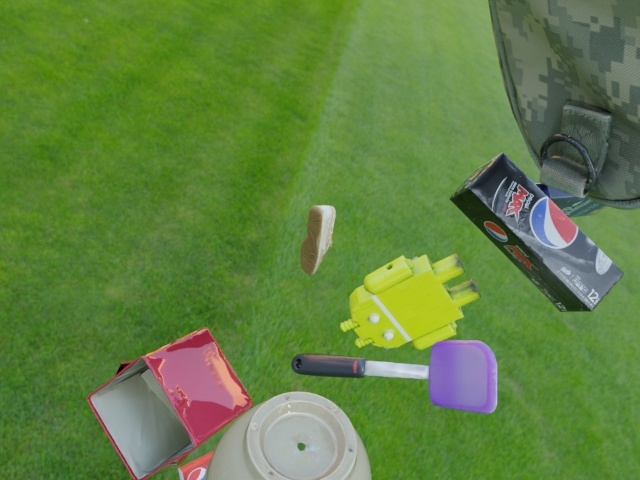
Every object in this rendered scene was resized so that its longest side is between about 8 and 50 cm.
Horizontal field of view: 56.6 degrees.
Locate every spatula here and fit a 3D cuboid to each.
[{"bbox_3d":[0.082,0.165,0.765,0.297,0.084,0.030,-3,-15,31],"label":"spatula"}]

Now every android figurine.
[{"bbox_3d":[0.171,0.130,1.174,0.248,0.273,0.056,52,17,-37],"label":"android figurine"}]

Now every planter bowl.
[{"bbox_3d":[-0.024,0.207,0.541,0.162,0.109,0.162,8,41,-7],"label":"planter bowl"}]

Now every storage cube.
[{"bbox_3d":[-0.285,0.307,1.146,0.215,0.184,0.193,57,26,7],"label":"storage cube"}]

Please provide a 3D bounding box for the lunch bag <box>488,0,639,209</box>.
[{"bbox_3d":[0.245,-0.174,0.317,0.305,0.256,0.212,-25,40,-20],"label":"lunch bag"}]

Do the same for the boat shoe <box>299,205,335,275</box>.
[{"bbox_3d":[0.000,0.000,1.302,0.059,0.170,0.063,-13,40,-39],"label":"boat shoe"}]

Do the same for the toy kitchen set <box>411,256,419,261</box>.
[{"bbox_3d":[0.208,0.162,1.395,0.122,0.207,0.166,50,-1,-14],"label":"toy kitchen set"}]

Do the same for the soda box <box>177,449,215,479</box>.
[{"bbox_3d":[-0.093,0.383,0.777,0.092,0.263,0.083,-23,35,-11],"label":"soda box"}]

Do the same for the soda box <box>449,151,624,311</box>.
[{"bbox_3d":[0.212,-0.005,0.591,0.169,0.060,0.053,45,79,-1],"label":"soda box"}]

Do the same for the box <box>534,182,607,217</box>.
[{"bbox_3d":[0.451,-0.074,1.102,0.225,0.136,0.036,-5,74,-13],"label":"box"}]
